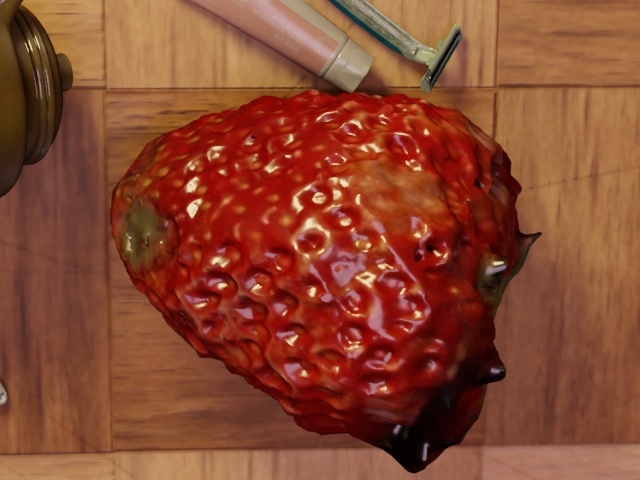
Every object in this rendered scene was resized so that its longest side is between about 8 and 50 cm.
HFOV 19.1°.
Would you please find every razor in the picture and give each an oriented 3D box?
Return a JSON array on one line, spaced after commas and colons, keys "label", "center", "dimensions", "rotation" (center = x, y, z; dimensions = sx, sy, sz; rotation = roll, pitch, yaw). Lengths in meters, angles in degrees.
[{"label": "razor", "center": [0.028, -0.200, 1.582], "dimensions": [0.191, 0.037, 0.068], "rotation": [36, 60, -11]}]

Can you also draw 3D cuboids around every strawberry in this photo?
[{"label": "strawberry", "center": [0.012, 0.001, 1.512], "dimensions": [0.310, 0.292, 0.292], "rotation": [36, 102, -16]}]

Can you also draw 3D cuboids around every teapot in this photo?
[{"label": "teapot", "center": [-0.284, -0.112, 1.526], "dimensions": [0.175, 0.185, 0.267], "rotation": [-12, 144, -30]}]

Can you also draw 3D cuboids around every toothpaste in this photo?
[{"label": "toothpaste", "center": [-0.045, -0.190, 1.580], "dimensions": [0.194, 0.043, 0.067], "rotation": [34, 105, -7]}]

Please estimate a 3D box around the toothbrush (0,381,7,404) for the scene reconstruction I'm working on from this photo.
[{"label": "toothbrush", "center": [-0.324, 0.059, 1.647], "dimensions": [0.017, 0.022, 0.204], "rotation": [-31, 108, -11]}]
